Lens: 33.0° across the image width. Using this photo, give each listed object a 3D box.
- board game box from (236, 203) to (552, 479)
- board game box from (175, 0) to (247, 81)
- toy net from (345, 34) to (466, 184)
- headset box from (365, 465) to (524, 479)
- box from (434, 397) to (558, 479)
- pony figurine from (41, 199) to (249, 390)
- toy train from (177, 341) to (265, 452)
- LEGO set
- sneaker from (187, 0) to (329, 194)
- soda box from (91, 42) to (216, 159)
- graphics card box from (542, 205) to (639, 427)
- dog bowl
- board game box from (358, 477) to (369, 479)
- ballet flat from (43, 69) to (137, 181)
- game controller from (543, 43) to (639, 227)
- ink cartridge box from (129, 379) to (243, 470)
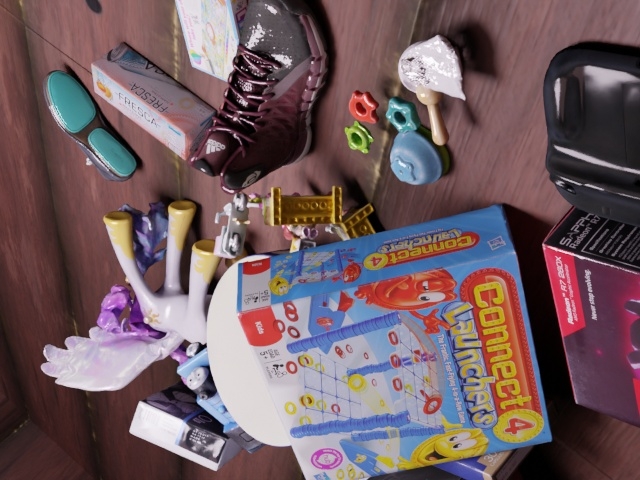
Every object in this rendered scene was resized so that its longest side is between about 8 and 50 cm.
[{"bbox_3d":[0.092,0.132,1.240,0.302,0.086,0.308,-13,127,8],"label":"board game box"},{"bbox_3d":[-0.126,-0.262,1.294,0.103,0.026,0.154,28,146,32],"label":"board game box"},{"bbox_3d":[0.097,-0.147,1.123,0.122,0.045,0.232,42,149,14],"label":"toy net"},{"bbox_3d":[0.194,0.405,1.453,0.218,0.110,0.293,-23,94,52],"label":"headset box"},{"bbox_3d":[0.173,0.231,1.388,0.225,0.136,0.036,12,137,46],"label":"box"},{"bbox_3d":[-0.242,0.118,1.719,0.351,0.303,0.363,17,125,29],"label":"pony figurine"},{"bbox_3d":[-0.131,0.226,1.593,0.080,0.105,0.184,-35,118,19],"label":"toy train"},{"bbox_3d":[0.000,0.000,1.365,0.287,0.132,0.107,22,174,-25],"label":"LEGO set"},{"bbox_3d":[-0.080,-0.148,1.230,0.106,0.162,0.281,34,149,23],"label":"sneaker"},{"bbox_3d":[-0.229,-0.192,1.481,0.183,0.063,0.058,37,149,17],"label":"soda box"},{"bbox_3d":[0.393,0.107,0.986,0.371,0.094,0.232,18,140,40],"label":"graphics card box"},{"bbox_3d":[-0.036,0.142,1.468,0.265,0.104,0.264,7,100,46],"label":"dog bowl"},{"bbox_3d":[0.073,0.320,1.707,0.318,0.066,0.318,46,151,2],"label":"board game box"},{"bbox_3d":[-0.369,-0.173,1.690,0.203,0.074,0.074,52,151,-13],"label":"ballet flat"},{"bbox_3d":[0.326,-0.071,0.904,0.319,0.067,0.166,19,126,40],"label":"game controller"},{"bbox_3d":[-0.192,0.304,1.887,0.165,0.065,0.333,21,-173,10],"label":"ink cartridge box"}]
